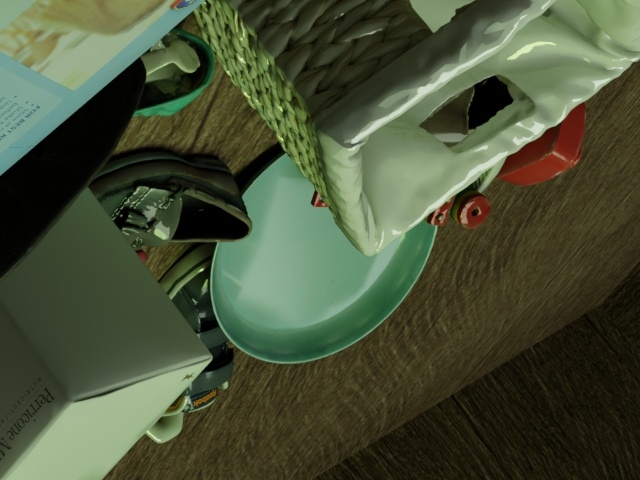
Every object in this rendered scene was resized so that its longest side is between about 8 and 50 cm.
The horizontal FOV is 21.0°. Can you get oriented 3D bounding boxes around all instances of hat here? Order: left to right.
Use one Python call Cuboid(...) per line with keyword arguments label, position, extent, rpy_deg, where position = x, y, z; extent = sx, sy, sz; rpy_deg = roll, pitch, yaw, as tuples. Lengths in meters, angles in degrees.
Cuboid(label="hat", position=(-0.280, -0.087, 1.147), extent=(0.331, 0.331, 0.134), rpy_deg=(-33, 127, -15))

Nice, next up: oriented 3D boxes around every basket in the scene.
Cuboid(label="basket", position=(0.080, -0.208, 1.456), extent=(0.328, 0.266, 0.331), rpy_deg=(-36, 163, -5))

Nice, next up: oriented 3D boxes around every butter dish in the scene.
Cuboid(label="butter dish", position=(0.288, -0.133, 2.229), extent=(0.160, 0.118, 0.160), rpy_deg=(-22, -135, 47))

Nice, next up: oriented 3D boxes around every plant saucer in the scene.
Cuboid(label="plant saucer", position=(0.000, 0.000, 2.050), extent=(0.317, 0.044, 0.317), rpy_deg=(-19, 129, -25))

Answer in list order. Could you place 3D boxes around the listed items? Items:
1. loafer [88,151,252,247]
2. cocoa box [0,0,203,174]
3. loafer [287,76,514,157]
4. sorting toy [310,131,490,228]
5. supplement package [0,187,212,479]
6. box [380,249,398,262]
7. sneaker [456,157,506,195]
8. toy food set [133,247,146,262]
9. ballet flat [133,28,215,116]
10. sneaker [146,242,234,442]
Cuboid(label="loafer", position=(-0.155, -0.034, 1.762), extent=(0.096, 0.084, 0.267), rpy_deg=(-45, 163, 25))
Cuboid(label="cocoa box", position=(-0.175, -0.220, 0.929), extent=(0.347, 0.228, 0.231), rpy_deg=(-40, 164, 7))
Cuboid(label="loafer", position=(0.105, -0.154, 1.862), extent=(0.366, 0.130, 0.134), rpy_deg=(-27, 141, -47))
Cuboid(label="sorting toy", position=(0.113, -0.080, 2.019), extent=(0.274, 0.046, 0.132), rpy_deg=(5, 115, -38))
Cuboid(label="supplement package", position=(-0.264, 0.049, 1.375), extent=(0.177, 0.293, 0.175), rpy_deg=(-48, 162, 29))
Cuboid(label="box", position=(0.022, 0.024, 2.247), extent=(0.182, 0.119, 0.181), rpy_deg=(-35, 164, -8))
Cuboid(label="sneaker", position=(0.214, -0.162, 2.147), extent=(0.148, 0.131, 0.350), rpy_deg=(-41, 177, -45))
Cuboid(label="toy food set", position=(-0.252, 0.059, 1.772), extent=(0.232, 0.104, 0.111), rpy_deg=(-21, 157, -45))
Cuboid(label="ballet flat", position=(-0.171, -0.137, 1.438), extent=(0.087, 0.083, 0.247), rpy_deg=(-35, 174, 33))
Cuboid(label="sneaker", position=(-0.157, 0.128, 2.144), extent=(0.126, 0.127, 0.321), rpy_deg=(-21, 156, -42))
